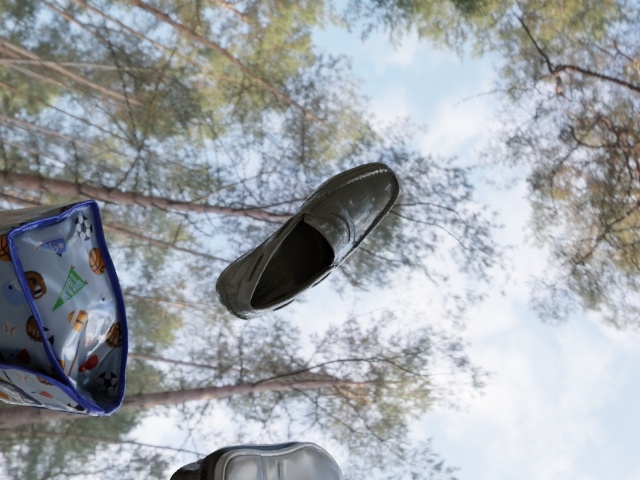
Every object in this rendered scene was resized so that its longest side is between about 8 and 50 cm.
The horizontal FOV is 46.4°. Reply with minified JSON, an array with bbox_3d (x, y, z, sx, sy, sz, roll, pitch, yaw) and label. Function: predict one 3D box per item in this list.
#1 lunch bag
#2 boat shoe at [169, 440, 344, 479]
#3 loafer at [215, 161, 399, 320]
[{"bbox_3d":[-0.541,0.144,1.384,0.328,0.239,0.385,-2,-71,35],"label":"lunch bag"},{"bbox_3d":[-0.077,0.338,1.046,0.096,0.335,0.112,-13,-113,27],"label":"boat shoe"},{"bbox_3d":[0.000,0.000,1.036,0.319,0.112,0.111,-42,-160,-19],"label":"loafer"}]
